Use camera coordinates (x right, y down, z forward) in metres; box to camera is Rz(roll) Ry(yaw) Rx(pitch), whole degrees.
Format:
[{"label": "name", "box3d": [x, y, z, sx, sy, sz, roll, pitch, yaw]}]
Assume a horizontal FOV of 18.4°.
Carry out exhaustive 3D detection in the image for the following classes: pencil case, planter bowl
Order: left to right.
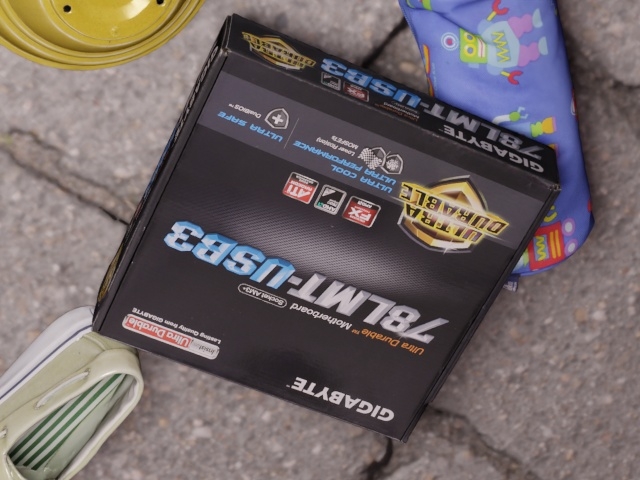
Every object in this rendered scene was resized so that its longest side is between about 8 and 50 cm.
[{"label": "planter bowl", "box3d": [-0.165, -0.213, 1.493, 0.217, 0.090, 0.217, -9, 119, -16]}, {"label": "pencil case", "box3d": [0.146, -0.114, 1.643, 0.133, 0.119, 0.306, -11, 122, 4]}]

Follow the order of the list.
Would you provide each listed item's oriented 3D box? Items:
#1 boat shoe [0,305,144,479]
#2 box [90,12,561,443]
[{"label": "boat shoe", "box3d": [-0.264, 0.186, 1.673, 0.109, 0.094, 0.302, 33, 103, -31]}, {"label": "box", "box3d": [0.000, 0.000, 1.611, 0.295, 0.073, 0.293, 22, 120, -12]}]
